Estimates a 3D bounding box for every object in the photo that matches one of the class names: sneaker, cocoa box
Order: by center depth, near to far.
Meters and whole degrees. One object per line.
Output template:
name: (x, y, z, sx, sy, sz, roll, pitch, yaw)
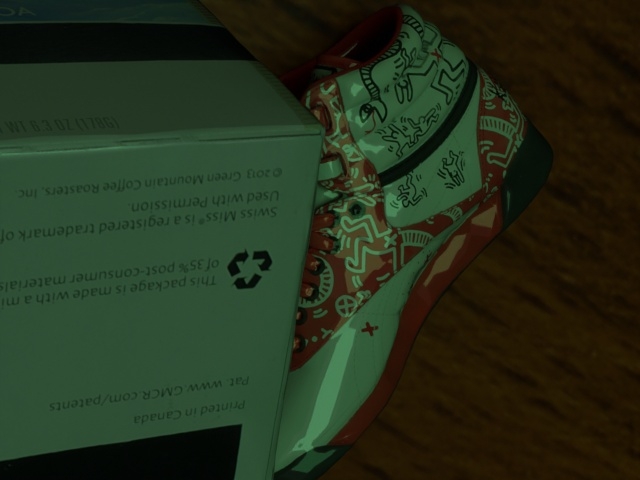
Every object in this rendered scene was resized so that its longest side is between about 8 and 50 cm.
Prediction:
cocoa box: (-0.210, 0.013, 0.713, 0.347, 0.228, 0.231, -6, 122, -27)
sneaker: (0.000, -0.001, 0.931, 0.145, 0.090, 0.270, 46, 73, -25)
